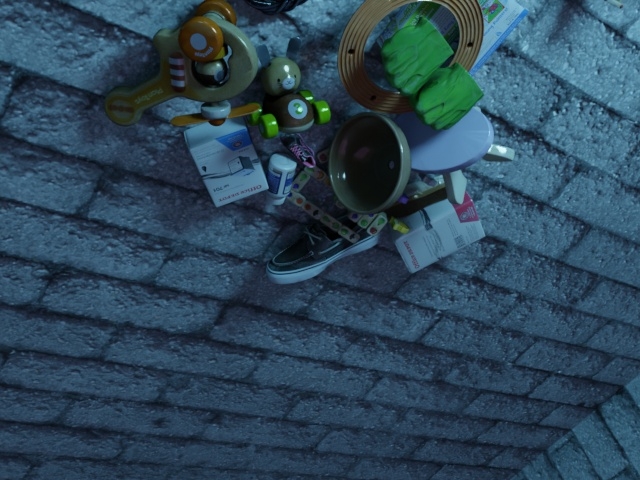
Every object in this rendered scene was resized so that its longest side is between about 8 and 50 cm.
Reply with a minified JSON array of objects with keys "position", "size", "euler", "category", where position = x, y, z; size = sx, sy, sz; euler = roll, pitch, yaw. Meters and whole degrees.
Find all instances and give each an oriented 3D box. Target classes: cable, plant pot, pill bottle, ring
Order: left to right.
[{"position":[-0.101,-0.148,1.802],"size":[0.067,0.067,0.120],"euler":[-2,134,-20],"category":"pill bottle"},{"position":[-0.067,-0.520,1.454],"size":[0.184,0.047,0.151],"euler":[-17,135,-8],"category":"cable"},{"position":[0.136,-0.180,1.742],"size":[0.109,0.237,0.237],"euler":[-4,137,-43],"category":"plant pot"},{"position":[0.194,-0.420,1.598],"size":[0.336,0.032,0.337],"euler":[-11,135,-11],"category":"ring"}]

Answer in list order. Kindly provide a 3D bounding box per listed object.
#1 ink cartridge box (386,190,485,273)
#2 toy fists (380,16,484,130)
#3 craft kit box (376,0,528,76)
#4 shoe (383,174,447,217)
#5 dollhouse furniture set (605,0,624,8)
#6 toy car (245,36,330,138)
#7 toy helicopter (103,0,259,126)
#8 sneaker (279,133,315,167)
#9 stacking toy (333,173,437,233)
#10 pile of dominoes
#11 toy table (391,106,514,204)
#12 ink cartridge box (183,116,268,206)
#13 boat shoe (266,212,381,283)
[{"position":[0.318,-0.035,2.060],"size":[0.237,0.100,0.172],"euler":[-28,137,5],"category":"ink cartridge box"},{"position":[0.231,-0.350,1.595],"size":[0.142,0.096,0.279],"euler":[-43,132,8],"category":"toy fists"},{"position":[0.293,-0.476,1.642],"size":[0.246,0.061,0.250],"euler":[19,124,-38],"category":"craft kit box"},{"position":[0.254,-0.119,1.988],"size":[0.219,0.058,0.076],"euler":[-19,147,1],"category":"shoe"},{"position":[0.694,-0.585,1.636],"size":[0.183,0.129,0.129],"euler":[11,128,-31],"category":"dollhouse furniture set"},{"position":[-0.077,-0.336,1.582],"size":[0.155,0.149,0.188],"euler":[-18,127,-21],"category":"toy car"},{"position":[-0.283,-0.313,1.506],"size":[0.355,0.140,0.235],"euler":[-20,120,22],"category":"toy helicopter"},{"position":[-0.050,-0.214,1.764],"size":[0.047,0.057,0.119],"euler":[-37,134,19],"category":"sneaker"},{"position":[0.168,-0.128,1.892],"size":[0.221,0.052,0.167],"euler":[23,113,-18],"category":"stacking toy"},{"position":[0.059,-0.111,1.851],"size":[0.251,0.040,0.196],"euler":[33,113,-15],"category":"pile of dominoes"},{"position":[0.316,-0.229,1.785],"size":[0.161,0.274,0.252],"euler":[22,89,-49],"category":"toy table"},{"position":[-0.214,-0.186,1.709],"size":[0.139,0.082,0.191],"euler":[-20,136,-2],"category":"ink cartridge box"},{"position":[0.000,0.000,1.974],"size":[0.335,0.121,0.119],"euler":[-26,131,-12],"category":"boat shoe"}]
